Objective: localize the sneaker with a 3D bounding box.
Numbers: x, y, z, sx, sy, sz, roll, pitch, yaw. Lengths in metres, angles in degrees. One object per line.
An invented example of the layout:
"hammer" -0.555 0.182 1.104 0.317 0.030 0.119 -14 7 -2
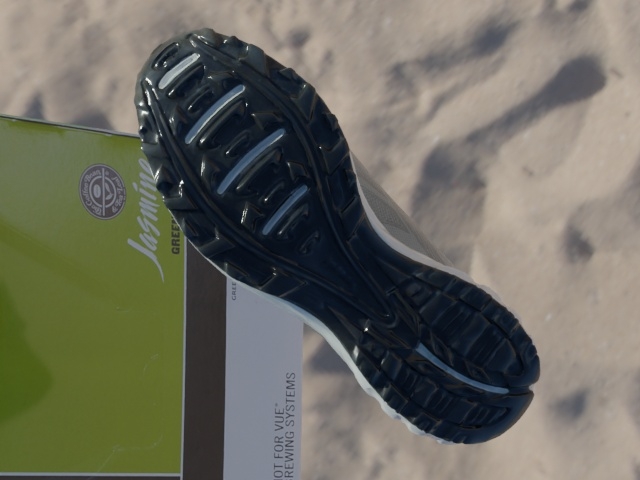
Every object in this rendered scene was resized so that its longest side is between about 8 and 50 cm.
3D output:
"sneaker" 0.000 0.000 0.942 0.100 0.108 0.271 -43 100 -1

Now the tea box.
"tea box" -0.198 0.098 1.203 0.220 0.323 0.329 -7 78 48
